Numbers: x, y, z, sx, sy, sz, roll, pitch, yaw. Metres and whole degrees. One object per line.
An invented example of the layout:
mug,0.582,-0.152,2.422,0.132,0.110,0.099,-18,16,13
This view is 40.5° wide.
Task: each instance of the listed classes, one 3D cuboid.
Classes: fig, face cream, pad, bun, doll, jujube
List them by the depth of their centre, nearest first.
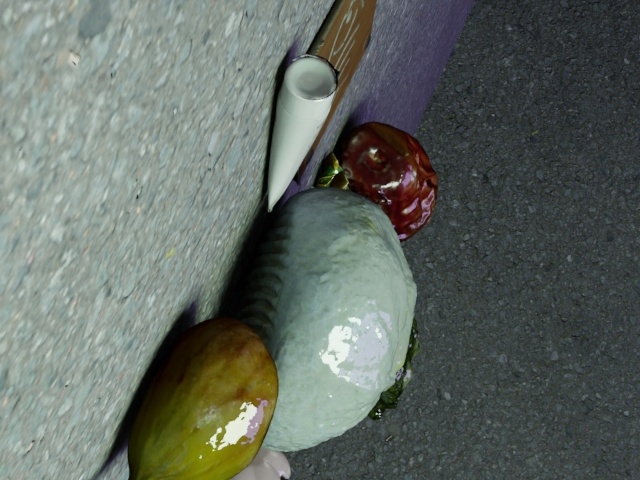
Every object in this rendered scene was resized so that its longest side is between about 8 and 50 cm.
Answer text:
fig,-0.144,0.206,0.913,0.274,0.145,0.170,-47,163,-40
face cream,-0.031,-0.121,1.001,0.243,0.058,0.092,115,-3,-65
pad,0.024,-0.246,1.161,0.284,0.018,0.286,98,16,-67
bun,0.003,0.112,1.166,0.362,0.211,0.362,-161,-90,-74
doll,0.011,-0.089,1.461,0.113,0.077,0.078,68,-2,-54
jujube,0.118,-0.115,1.630,0.216,0.216,0.342,-66,165,-4

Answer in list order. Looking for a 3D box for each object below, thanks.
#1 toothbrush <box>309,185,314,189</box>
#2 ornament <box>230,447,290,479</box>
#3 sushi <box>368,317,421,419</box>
toothbrush,-0.033,-0.022,1.482,0.014,0.017,0.162,-42,156,-58
ornament,-0.138,0.371,1.340,0.177,0.177,0.177,24,90,-84
sushi,0.039,0.203,1.660,0.352,0.294,0.178,97,14,-61
